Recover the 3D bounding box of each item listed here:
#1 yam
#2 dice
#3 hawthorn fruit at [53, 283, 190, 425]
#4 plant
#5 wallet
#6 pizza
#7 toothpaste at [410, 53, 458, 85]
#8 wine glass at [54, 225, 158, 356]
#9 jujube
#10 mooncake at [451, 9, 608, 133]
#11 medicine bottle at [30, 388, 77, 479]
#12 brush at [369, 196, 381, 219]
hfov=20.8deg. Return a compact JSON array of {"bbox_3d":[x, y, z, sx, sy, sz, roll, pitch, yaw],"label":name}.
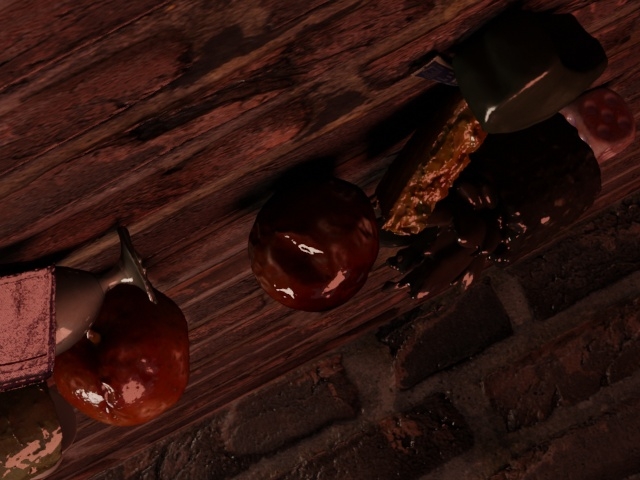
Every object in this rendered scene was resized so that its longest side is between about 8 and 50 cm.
[{"bbox_3d":[-0.467,0.263,2.222,0.304,0.168,0.168,-26,170,-2],"label":"yam"},{"bbox_3d":[0.395,-0.161,2.534,0.091,0.094,0.093,-21,167,-28],"label":"dice"},{"bbox_3d":[-0.247,0.132,2.106,0.179,0.179,0.200,-28,167,2],"label":"hawthorn fruit"},{"bbox_3d":[0.206,-0.045,2.333,0.321,0.181,0.194,-23,156,-20],"label":"plant"},{"bbox_3d":[-0.328,0.092,1.803,0.111,0.030,0.166,-7,132,-18],"label":"wallet"},{"bbox_3d":[0.129,-0.082,2.088,0.292,0.058,0.197,-48,-166,53],"label":"pizza"},{"bbox_3d":[0.135,-0.187,1.925,0.037,0.021,0.140,-37,166,17],"label":"toothpaste"},{"bbox_3d":[-0.290,0.074,1.895,0.222,0.103,0.103,-28,170,-6],"label":"wine glass"},{"bbox_3d":[0.000,0.000,2.133,0.168,0.168,0.236,-30,-179,13],"label":"jujube"},{"bbox_3d":[0.231,-0.193,1.907,0.168,0.104,0.175,-24,168,-1],"label":"mooncake"},{"bbox_3d":[-0.457,0.308,2.568,0.131,0.131,0.250,-19,168,-39],"label":"medicine bottle"},{"bbox_3d":[0.106,-0.046,2.477,0.323,0.051,0.070,-30,172,15],"label":"brush"}]
